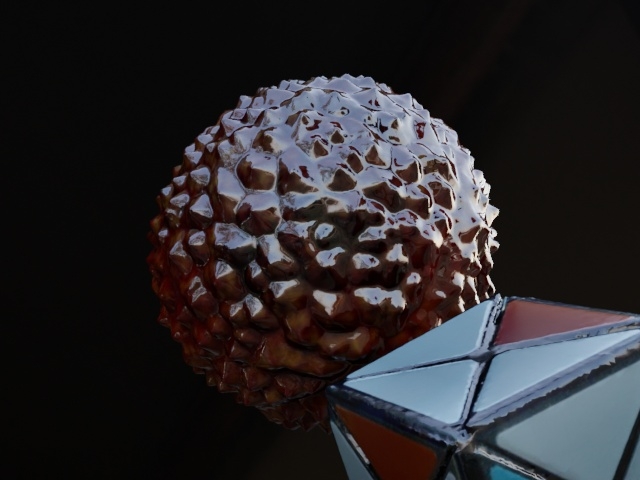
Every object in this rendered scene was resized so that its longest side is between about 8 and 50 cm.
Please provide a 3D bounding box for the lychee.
[{"bbox_3d":[0.000,0.000,1.519,0.425,0.500,0.424,-9,-53,-12],"label":"lychee"}]

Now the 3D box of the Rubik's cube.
[{"bbox_3d":[0.183,0.210,1.150,0.248,0.250,0.246,-25,-75,-24],"label":"Rubik's cube"}]
